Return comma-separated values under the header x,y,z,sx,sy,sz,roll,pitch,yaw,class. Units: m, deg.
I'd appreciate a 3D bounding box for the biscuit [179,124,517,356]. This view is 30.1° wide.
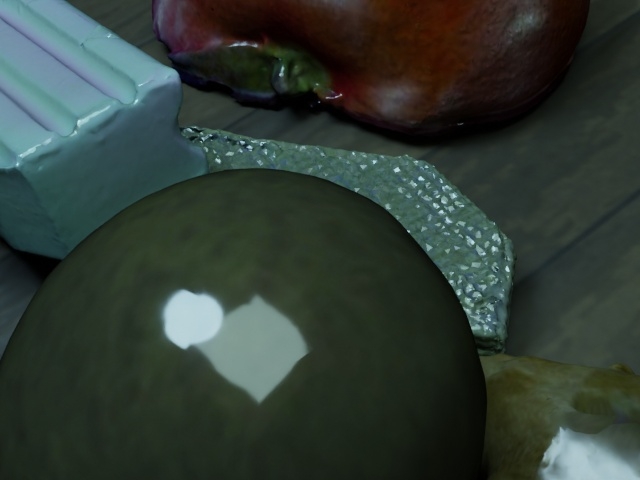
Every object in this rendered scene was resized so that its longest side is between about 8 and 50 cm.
x,y,z,sx,sy,sz,roll,pitch,yaw,class
0.000,0.000,0.750,0.250,0.046,0.147,9,48,10,biscuit

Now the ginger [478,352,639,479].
x,y,z,sx,sy,sz,roll,pitch,yaw,class
0.156,0.118,0.584,0.219,0.123,0.270,-34,54,-23,ginger

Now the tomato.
x,y,z,sx,sy,sz,roll,pitch,yaw,class
0.038,-0.238,0.886,0.335,0.176,0.290,18,48,19,tomato

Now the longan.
x,y,z,sx,sy,sz,roll,pitch,yaw,class
-0.044,0.087,0.557,0.248,0.248,0.248,-1,47,1,longan

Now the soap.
x,y,z,sx,sy,sz,roll,pitch,yaw,class
-0.195,-0.081,0.773,0.145,0.091,0.230,-34,42,-20,soap
